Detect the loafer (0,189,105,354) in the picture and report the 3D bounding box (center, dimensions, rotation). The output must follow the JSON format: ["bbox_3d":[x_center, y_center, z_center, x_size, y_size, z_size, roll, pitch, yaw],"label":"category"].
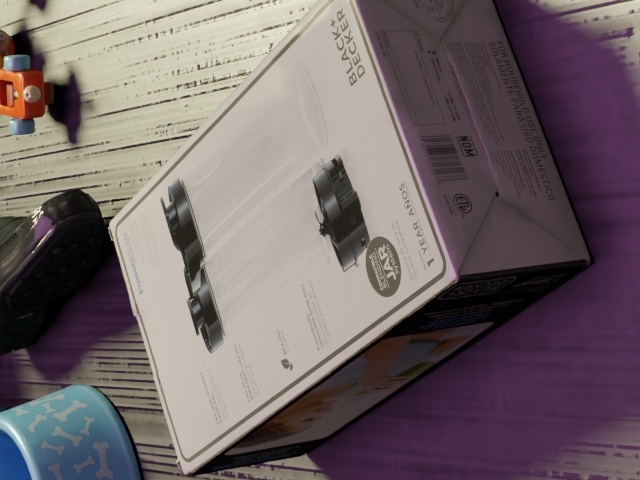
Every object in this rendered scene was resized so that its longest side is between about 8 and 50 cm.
[{"bbox_3d":[-0.221,0.015,1.246,0.223,0.076,0.078,-44,67,53],"label":"loafer"}]

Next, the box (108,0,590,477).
[{"bbox_3d":[0.000,0.000,0.920,0.290,0.087,0.169,-41,62,49],"label":"box"}]

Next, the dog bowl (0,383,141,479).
[{"bbox_3d":[-0.234,0.205,1.297,0.297,0.074,0.166,-20,78,55],"label":"dog bowl"}]

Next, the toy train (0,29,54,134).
[{"bbox_3d":[-0.230,-0.163,1.264,0.125,0.046,0.166,5,102,53],"label":"toy train"}]
